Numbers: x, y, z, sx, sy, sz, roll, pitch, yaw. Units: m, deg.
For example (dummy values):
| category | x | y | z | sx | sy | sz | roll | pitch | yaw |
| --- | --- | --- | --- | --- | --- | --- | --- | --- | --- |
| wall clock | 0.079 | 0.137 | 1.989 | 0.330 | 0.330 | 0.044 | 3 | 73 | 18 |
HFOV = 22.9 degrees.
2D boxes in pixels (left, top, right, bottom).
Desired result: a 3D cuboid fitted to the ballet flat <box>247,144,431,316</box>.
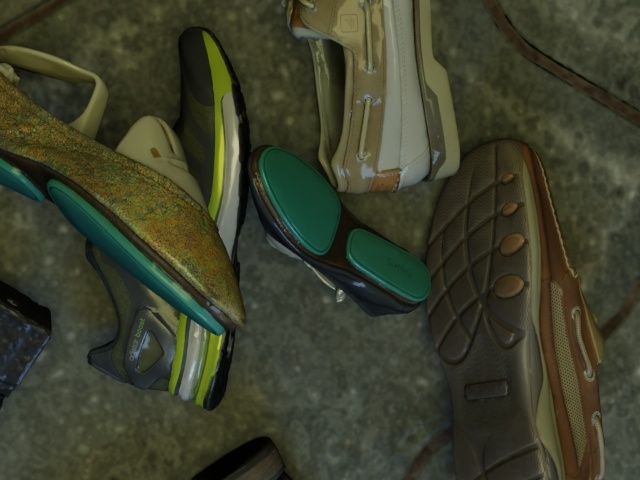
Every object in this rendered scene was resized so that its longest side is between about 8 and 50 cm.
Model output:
| category | x | y | z | sx | sy | sz | roll | pitch | yaw |
| --- | --- | --- | --- | --- | --- | --- | --- | --- | --- |
| ballet flat | 0.000 | 0.000 | 1.257 | 0.203 | 0.074 | 0.074 | 37 | 90 | -29 |

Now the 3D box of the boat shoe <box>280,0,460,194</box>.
| category | x | y | z | sx | sy | sz | roll | pitch | yaw |
| --- | --- | --- | --- | --- | --- | --- | --- | --- | --- |
| boat shoe | 0.026 | -0.183 | 1.236 | 0.103 | 0.113 | 0.302 | -16 | 99 | -12 |

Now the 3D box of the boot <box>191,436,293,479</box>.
| category | x | y | z | sx | sy | sz | roll | pitch | yaw |
| --- | --- | --- | --- | --- | --- | --- | --- | --- | --- |
| boot | -0.068 | 0.312 | 1.284 | 0.263 | 0.091 | 0.229 | -34 | 99 | -6 |

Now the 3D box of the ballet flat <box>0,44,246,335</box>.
| category | x | y | z | sx | sy | sz | roll | pitch | yaw |
| --- | --- | --- | --- | --- | --- | --- | --- | --- | --- |
| ballet flat | -0.173 | -0.061 | 1.166 | 0.348 | 0.123 | 0.123 | 31 | 91 | 23 |

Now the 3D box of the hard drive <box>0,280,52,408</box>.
| category | x | y | z | sx | sy | sz | roll | pitch | yaw |
| --- | --- | --- | --- | --- | --- | --- | --- | --- | --- |
| hard drive | -0.407 | 0.073 | 1.192 | 0.339 | 0.064 | 0.237 | 31 | 99 | -19 |

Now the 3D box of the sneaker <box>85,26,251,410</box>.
| category | x | y | z | sx | sy | sz | roll | pitch | yaw |
| --- | --- | --- | --- | --- | --- | --- | --- | --- | --- |
| sneaker | -0.121 | -0.020 | 1.238 | 0.121 | 0.111 | 0.300 | 5 | 90 | 0 |

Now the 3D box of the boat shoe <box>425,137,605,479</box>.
| category | x | y | z | sx | sy | sz | roll | pitch | yaw |
| --- | --- | --- | --- | --- | --- | --- | --- | --- | --- |
| boat shoe | 0.167 | 0.079 | 1.294 | 0.116 | 0.123 | 0.324 | -1 | 87 | -41 |
